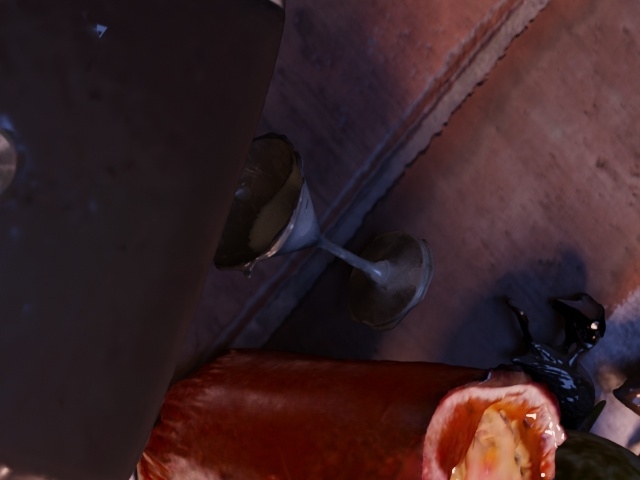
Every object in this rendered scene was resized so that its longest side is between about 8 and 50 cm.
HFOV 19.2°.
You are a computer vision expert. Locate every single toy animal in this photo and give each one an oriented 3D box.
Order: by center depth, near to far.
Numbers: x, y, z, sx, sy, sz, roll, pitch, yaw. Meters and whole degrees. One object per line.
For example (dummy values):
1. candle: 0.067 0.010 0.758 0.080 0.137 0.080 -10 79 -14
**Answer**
1. toy animal: 0.227 0.130 1.768 0.105 0.070 0.202 -20 122 -17

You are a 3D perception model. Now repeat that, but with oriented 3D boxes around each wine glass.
1. wine glass: 0.000 0.000 1.545 0.183 0.122 0.122 29 88 -42

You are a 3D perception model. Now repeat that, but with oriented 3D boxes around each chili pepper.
1. chili pepper: 0.034 0.185 1.532 0.251 0.305 0.229 21 85 -48

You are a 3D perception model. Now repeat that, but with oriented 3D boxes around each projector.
1. projector: -0.274 -0.056 1.236 0.395 0.242 0.405 22 83 -37

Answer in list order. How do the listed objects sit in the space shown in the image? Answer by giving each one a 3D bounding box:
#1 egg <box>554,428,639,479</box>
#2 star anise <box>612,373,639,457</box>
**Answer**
1. egg: 0.214 0.306 1.697 0.238 0.238 0.289 -26 129 -24
2. star anise: 0.409 0.181 1.866 0.349 0.109 0.292 -37 116 -18
